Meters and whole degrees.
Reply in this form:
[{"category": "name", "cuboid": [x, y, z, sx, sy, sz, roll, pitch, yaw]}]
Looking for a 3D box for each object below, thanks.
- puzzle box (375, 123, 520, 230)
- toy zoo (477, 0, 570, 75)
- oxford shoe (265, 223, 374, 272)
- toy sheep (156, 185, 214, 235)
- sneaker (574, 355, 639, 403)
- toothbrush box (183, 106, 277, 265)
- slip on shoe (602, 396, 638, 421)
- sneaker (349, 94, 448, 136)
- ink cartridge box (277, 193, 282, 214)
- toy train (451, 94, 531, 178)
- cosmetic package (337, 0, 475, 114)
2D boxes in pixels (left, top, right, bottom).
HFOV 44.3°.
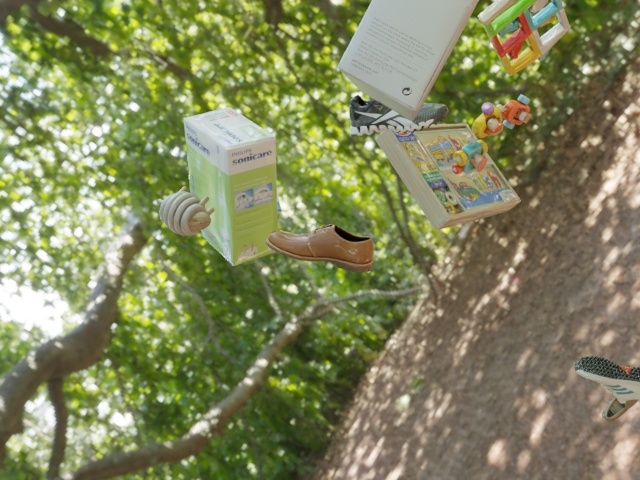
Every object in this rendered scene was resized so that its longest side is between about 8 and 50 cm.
[{"category": "puzzle box", "cuboid": [0.333, -0.174, 1.988, 0.052, 0.272, 0.409, -42, -17, 35]}, {"category": "toy zoo", "cuboid": [0.514, -0.527, 1.947, 0.192, 0.030, 0.293, -39, -34, 9]}, {"category": "oxford shoe", "cuboid": [0.000, 0.000, 1.493, 0.076, 0.212, 0.076, -62, -21, -63]}, {"category": "toy sheep", "cuboid": [-0.262, -0.055, 1.508, 0.091, 0.132, 0.091, -32, -47, -43]}, {"category": "sneaker", "cuboid": [0.541, 0.265, 1.443, 0.057, 0.161, 0.075, -74, -6, -59]}, {"category": "toothbrush box", "cuboid": [-0.196, -0.121, 1.734, 0.122, 0.206, 0.283, -20, -54, -28]}, {"category": "slip on shoe", "cuboid": [0.780, 0.413, 2.029, 0.135, 0.051, 0.041, -43, -24, 1]}, {"category": "sneaker", "cuboid": [0.163, -0.293, 1.739, 0.234, 0.106, 0.078, -3, 26, 26]}, {"category": "ink cartridge box", "cuboid": [-0.178, -0.124, 2.124, 0.090, 0.092, 0.143, -39, 51, 34]}, {"category": "toy train", "cuboid": [0.289, -0.166, 1.300, 0.125, 0.046, 0.166, 9, -62, -51]}, {"category": "cosmetic package", "cuboid": [0.138, -0.289, 0.909, 0.284, 0.097, 0.377, -60, -2, 9]}]
